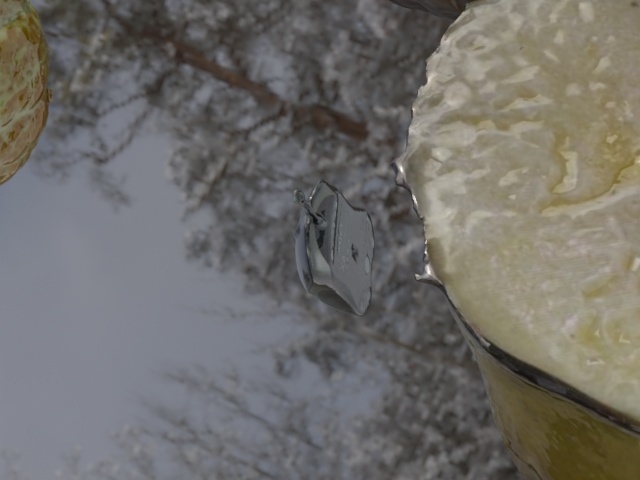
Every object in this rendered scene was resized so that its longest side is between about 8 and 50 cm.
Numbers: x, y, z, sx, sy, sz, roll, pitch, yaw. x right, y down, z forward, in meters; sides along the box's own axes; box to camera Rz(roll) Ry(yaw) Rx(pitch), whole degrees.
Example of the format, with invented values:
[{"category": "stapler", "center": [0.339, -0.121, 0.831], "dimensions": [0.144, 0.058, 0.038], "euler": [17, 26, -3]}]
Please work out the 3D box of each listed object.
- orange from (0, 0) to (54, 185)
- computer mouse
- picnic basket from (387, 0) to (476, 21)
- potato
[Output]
[{"category": "orange", "center": [-0.428, -0.171, 1.484], "dimensions": [0.249, 0.329, 0.329], "euler": [-59, -22, -61]}, {"category": "computer mouse", "center": [0.000, 0.000, 2.213], "dimensions": [0.379, 0.090, 0.167], "euler": [54, -142, -63]}, {"category": "picnic basket", "center": [0.108, -0.353, 1.189], "dimensions": [0.293, 0.337, 0.337], "euler": [-9, -62, -72]}, {"category": "potato", "center": [0.199, 0.064, 1.019], "dimensions": [0.290, 0.397, 0.296], "euler": [-29, -31, -20]}]
